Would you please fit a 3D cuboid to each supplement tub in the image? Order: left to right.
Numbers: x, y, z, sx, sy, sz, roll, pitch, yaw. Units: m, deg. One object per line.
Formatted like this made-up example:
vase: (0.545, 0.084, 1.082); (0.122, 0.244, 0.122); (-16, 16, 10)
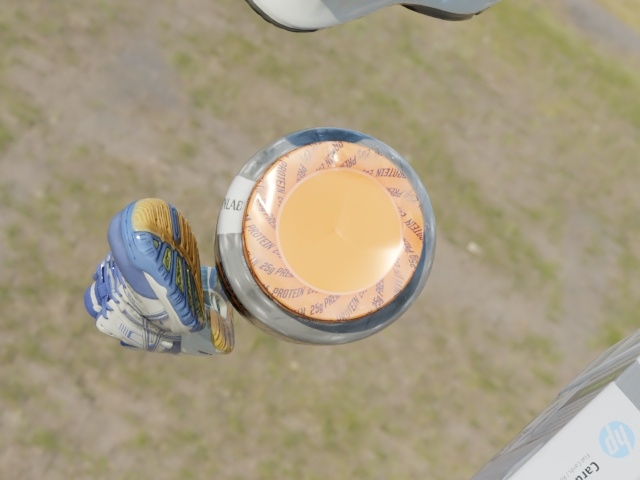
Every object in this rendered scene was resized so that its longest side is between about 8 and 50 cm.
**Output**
supplement tub: (0.000, 0.000, 1.747); (0.194, 0.193, 0.316); (30, -5, -1)

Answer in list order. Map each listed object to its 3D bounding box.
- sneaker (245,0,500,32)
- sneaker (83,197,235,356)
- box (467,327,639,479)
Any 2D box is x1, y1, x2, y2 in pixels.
sneaker: (0.141, -0.285, 1.434); (0.447, 0.257, 0.169); (-27, 89, -52)
sneaker: (-0.174, 0.053, 1.857); (0.296, 0.131, 0.111); (66, 19, -64)
box: (0.079, 0.102, 0.749); (0.038, 0.186, 0.145); (49, -17, 5)
